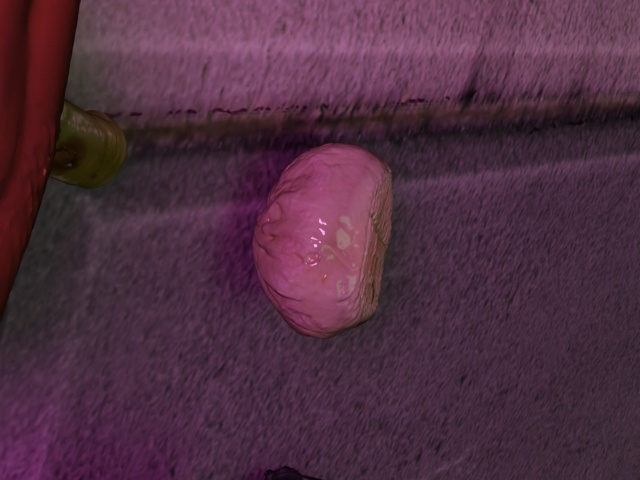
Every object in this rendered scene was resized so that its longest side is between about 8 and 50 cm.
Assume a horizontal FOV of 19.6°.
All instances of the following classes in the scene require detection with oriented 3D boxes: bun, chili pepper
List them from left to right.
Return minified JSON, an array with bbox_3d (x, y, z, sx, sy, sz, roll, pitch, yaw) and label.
[{"bbox_3d":[-0.129,-0.071,0.766,0.049,0.043,0.208,-46,149,-10],"label":"chili pepper"},{"bbox_3d":[0.000,0.000,1.026,0.115,0.069,0.115,10,90,-80],"label":"bun"}]

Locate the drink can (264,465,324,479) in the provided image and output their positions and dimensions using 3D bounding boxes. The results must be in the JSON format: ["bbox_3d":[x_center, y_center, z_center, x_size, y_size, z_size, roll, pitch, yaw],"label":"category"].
[{"bbox_3d":[-0.032,0.267,1.158,0.097,0.097,0.235,9,102,-62],"label":"drink can"}]

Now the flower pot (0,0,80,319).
[{"bbox_3d":[-0.168,-0.054,0.582,0.190,0.191,0.173,60,45,-58],"label":"flower pot"}]
